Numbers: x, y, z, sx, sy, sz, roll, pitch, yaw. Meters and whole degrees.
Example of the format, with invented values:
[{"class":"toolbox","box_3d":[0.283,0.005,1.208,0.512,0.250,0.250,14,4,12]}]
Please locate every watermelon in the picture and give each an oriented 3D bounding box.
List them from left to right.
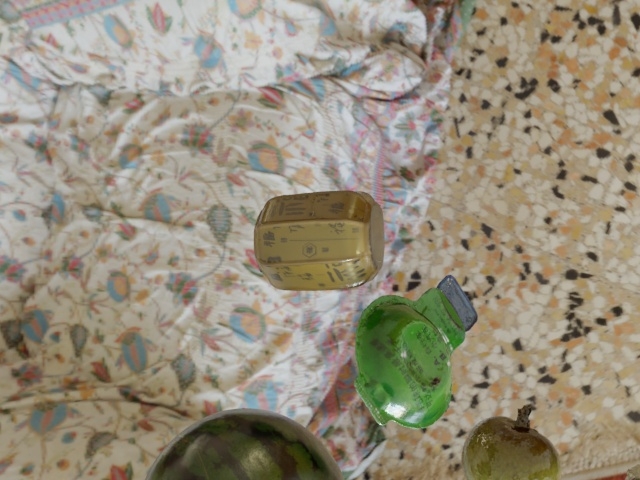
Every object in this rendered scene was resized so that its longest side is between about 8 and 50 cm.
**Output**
[{"class":"watermelon","box_3d":[-0.109,0.377,1.007,0.285,0.285,0.285,-3,84,31]}]

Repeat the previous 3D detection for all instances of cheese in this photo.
[{"class":"cheese","box_3d":[0.153,0.160,1.101,0.083,0.320,0.204,-30,95,43]}]

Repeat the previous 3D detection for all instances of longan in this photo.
[{"class":"longan","box_3d":[0.309,0.349,1.156,0.155,0.145,0.176,22,91,10]}]

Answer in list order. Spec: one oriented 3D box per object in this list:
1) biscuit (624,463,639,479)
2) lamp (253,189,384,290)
[{"class":"biscuit","box_3d":[0.494,0.392,0.950,0.287,0.344,0.057,13,104,13]},{"class":"lamp","box_3d":[0.000,0.000,1.099,0.185,0.161,0.161,-2,85,17]}]
